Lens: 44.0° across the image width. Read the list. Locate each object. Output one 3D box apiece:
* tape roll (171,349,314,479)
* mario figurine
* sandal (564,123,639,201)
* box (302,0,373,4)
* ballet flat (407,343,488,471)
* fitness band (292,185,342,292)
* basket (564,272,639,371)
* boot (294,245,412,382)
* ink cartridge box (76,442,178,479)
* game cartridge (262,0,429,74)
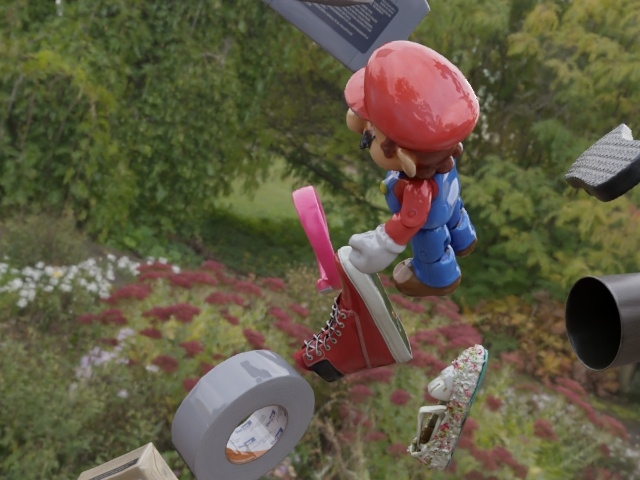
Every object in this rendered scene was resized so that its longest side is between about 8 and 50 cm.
[{"bbox_3d":[-0.116,0.277,1.218,0.219,0.219,0.072,10,22,-47],"label":"tape roll"},{"bbox_3d":[0.091,-0.086,0.902,0.170,0.320,0.198,-15,45,2],"label":"mario figurine"},{"bbox_3d":[0.597,-0.134,1.609,0.107,0.167,0.446,47,19,-3],"label":"sandal"},{"bbox_3d":[0.021,-0.426,1.124,0.091,0.170,0.130,2,13,-20],"label":"box"},{"bbox_3d":[0.206,0.278,1.310,0.077,0.240,0.091,14,17,-4],"label":"ballet flat"},{"bbox_3d":[0.000,0.000,1.556,0.054,0.208,0.291,-16,-6,2],"label":"fitness band"},{"bbox_3d":[0.551,0.121,1.306,0.227,0.154,0.204,-8,-19,-8],"label":"basket"},{"bbox_3d":[0.023,0.124,1.214,0.176,0.244,0.088,-19,38,9],"label":"boot"},{"bbox_3d":[-0.375,0.562,1.640,0.234,0.193,0.088,58,16,-14],"label":"ink cartridge box"},{"bbox_3d":[0.033,-0.423,1.327,0.297,0.198,0.062,33,9,-29],"label":"game cartridge"}]
